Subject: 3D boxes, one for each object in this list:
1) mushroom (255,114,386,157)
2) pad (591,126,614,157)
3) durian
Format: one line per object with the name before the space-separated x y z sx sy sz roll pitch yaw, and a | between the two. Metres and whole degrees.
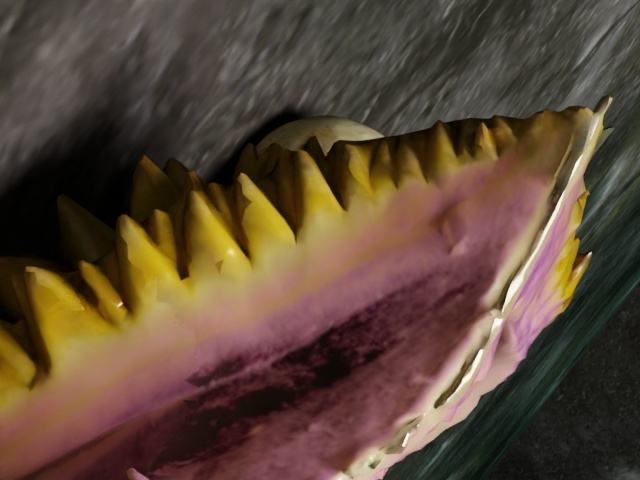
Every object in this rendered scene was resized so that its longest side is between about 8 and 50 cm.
mushroom | 0.000 0.000 0.537 0.083 0.067 0.083 -1 91 -48
pad | 0.113 0.029 1.144 0.265 0.009 0.159 -54 166 20
durian | -0.079 0.076 0.423 0.341 0.112 0.191 -40 175 -6
